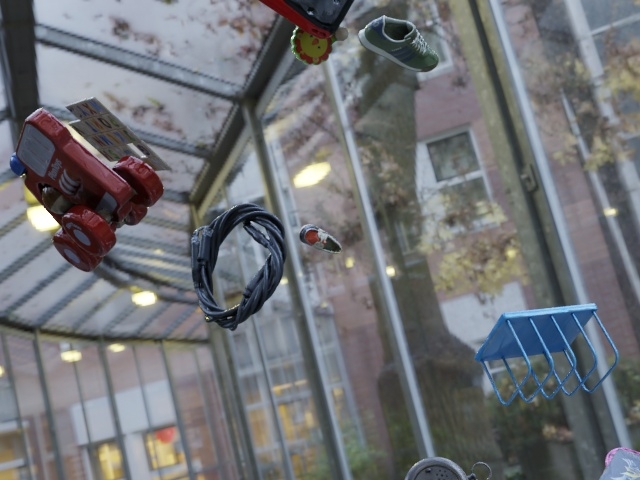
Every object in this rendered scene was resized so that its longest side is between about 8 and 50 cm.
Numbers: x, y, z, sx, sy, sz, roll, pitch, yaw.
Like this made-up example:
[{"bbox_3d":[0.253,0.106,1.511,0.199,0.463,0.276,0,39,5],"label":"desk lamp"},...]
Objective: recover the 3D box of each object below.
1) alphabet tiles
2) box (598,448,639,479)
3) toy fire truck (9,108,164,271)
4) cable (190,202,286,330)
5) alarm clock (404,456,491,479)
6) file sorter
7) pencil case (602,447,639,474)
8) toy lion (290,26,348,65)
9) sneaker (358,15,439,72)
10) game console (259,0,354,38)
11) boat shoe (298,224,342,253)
[{"bbox_3d":[-0.414,-0.201,1.748,0.198,0.009,0.237,44,-22,-27],"label":"alphabet tiles"},{"bbox_3d":[0.345,0.322,0.813,0.183,0.232,0.059,13,34,34],"label":"box"},{"bbox_3d":[-0.448,-0.096,1.615,0.169,0.254,0.302,-51,9,-28],"label":"toy fire truck"},{"bbox_3d":[-0.115,0.040,1.261,0.151,0.184,0.047,-15,-29,18],"label":"cable"},{"bbox_3d":[0.241,0.477,1.712,0.192,0.129,0.064,-21,-23,-9],"label":"alarm clock"},{"bbox_3d":[0.351,0.179,1.369,0.170,0.104,0.118,-4,-39,-21],"label":"file sorter"},{"bbox_3d":[0.528,0.481,1.600,0.095,0.209,0.098,26,25,36],"label":"pencil case"},{"bbox_3d":[-0.010,-0.345,1.470,0.096,0.100,0.034,-33,18,-8],"label":"toy lion"},{"bbox_3d":[0.181,-0.415,1.860,0.192,0.064,0.086,16,-27,-23],"label":"sneaker"},{"bbox_3d":[-0.045,-0.555,1.431,0.342,0.386,0.060,33,-21,-14],"label":"game console"},{"bbox_3d":[0.000,0.000,2.047,0.043,0.049,0.137,30,2,37],"label":"boat shoe"}]
